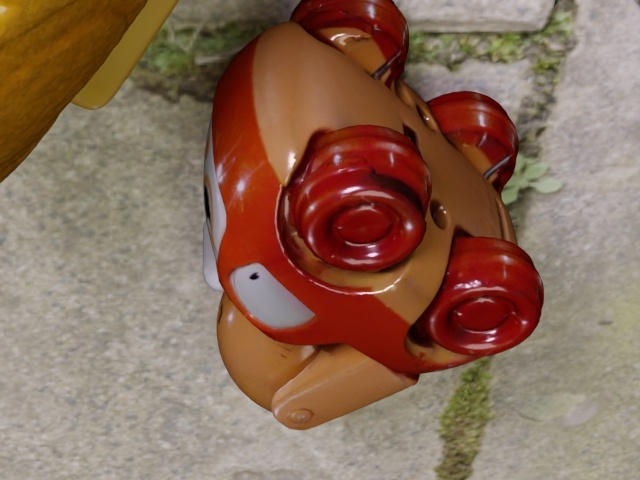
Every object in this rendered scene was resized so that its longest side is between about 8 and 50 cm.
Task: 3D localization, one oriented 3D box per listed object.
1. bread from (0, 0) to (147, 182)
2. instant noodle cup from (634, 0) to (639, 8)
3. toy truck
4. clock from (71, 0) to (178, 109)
[{"bbox_3d":[-0.162,-0.103,0.807,0.245,0.121,0.174,-50,166,28],"label":"bread"},{"bbox_3d":[0.306,-0.154,1.028,0.230,0.182,0.230,-6,132,-6],"label":"instant noodle cup"},{"bbox_3d":[0.000,0.000,1.101,0.239,0.189,0.265,-29,131,25],"label":"toy truck"},{"bbox_3d":[-0.107,-0.183,0.933,0.096,0.143,0.202,23,123,-27],"label":"clock"}]
